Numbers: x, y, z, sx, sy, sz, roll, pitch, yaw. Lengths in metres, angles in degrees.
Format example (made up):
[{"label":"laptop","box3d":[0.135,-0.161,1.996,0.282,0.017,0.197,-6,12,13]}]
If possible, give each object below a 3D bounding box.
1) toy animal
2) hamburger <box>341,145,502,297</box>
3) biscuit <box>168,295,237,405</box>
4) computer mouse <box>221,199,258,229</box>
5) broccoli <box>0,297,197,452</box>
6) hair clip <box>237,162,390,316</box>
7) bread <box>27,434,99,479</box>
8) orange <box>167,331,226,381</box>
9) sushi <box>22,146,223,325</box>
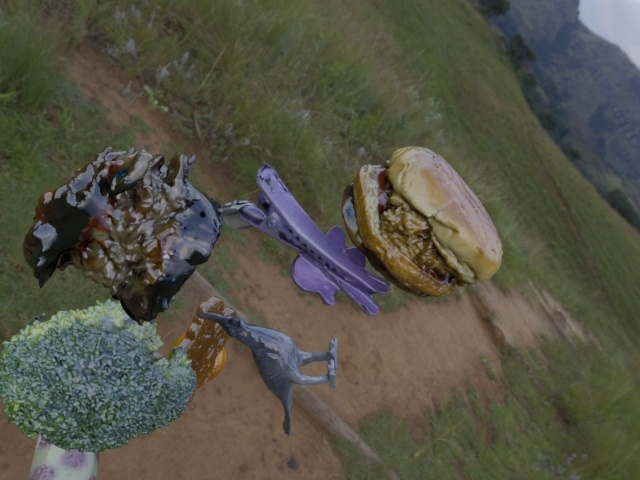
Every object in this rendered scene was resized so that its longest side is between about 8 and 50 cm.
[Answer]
[{"label":"toy animal","box3d":[-0.057,0.245,0.924,0.081,0.206,0.366,-76,146,-52]},{"label":"hamburger","box3d":[0.159,-0.031,0.726,0.245,0.163,0.244,32,37,-28]},{"label":"biscuit","box3d":[-0.306,0.283,1.174,0.295,0.044,0.186,-62,153,-21]},{"label":"computer mouse","box3d":[-0.142,-0.051,0.855,0.096,0.066,0.039,63,17,-68]},{"label":"broccoli","box3d":[-0.395,0.230,0.923,0.376,0.249,0.301,24,35,-39]},{"label":"hair clip","box3d":[-0.011,0.003,0.743,0.278,0.090,0.137,47,45,-12]},{"label":"bread","box3d":[-0.648,0.597,1.219,0.155,0.187,0.338,0,38,-18]},{"label":"orange","box3d":[-0.381,0.360,1.487,0.178,0.155,0.177,16,6,-2]},{"label":"sushi","box3d":[-0.272,-0.020,0.669,0.219,0.225,0.238,27,77,-31]}]
